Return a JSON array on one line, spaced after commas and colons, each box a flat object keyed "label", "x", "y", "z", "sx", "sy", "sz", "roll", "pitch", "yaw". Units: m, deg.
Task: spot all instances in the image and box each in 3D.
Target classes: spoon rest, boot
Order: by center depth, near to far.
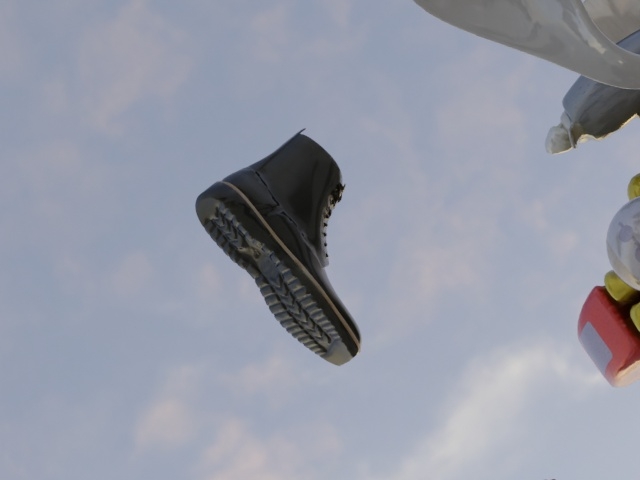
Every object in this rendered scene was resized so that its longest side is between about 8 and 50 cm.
[{"label": "spoon rest", "x": 0.186, "y": -0.200, "z": 1.323, "sx": 0.276, "sy": 0.084, "sz": 0.137, "roll": 23, "pitch": -40, "yaw": -13}, {"label": "boot", "x": 0.000, "y": 0.000, "z": 1.440, "sx": 0.137, "sy": 0.077, "sz": 0.198, "roll": -40, "pitch": -85, "yaw": -34}]

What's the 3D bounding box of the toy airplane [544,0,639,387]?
[{"label": "toy airplane", "x": 0.369, "y": -0.022, "z": 1.395, "sx": 0.272, "sy": 0.386, "sz": 0.384, "roll": -11, "pitch": -75, "yaw": -40}]

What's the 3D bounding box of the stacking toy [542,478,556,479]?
[{"label": "stacking toy", "x": 0.142, "y": 0.301, "z": 1.401, "sx": 0.221, "sy": 0.052, "sz": 0.167, "roll": -23, "pitch": -50, "yaw": 16}]
